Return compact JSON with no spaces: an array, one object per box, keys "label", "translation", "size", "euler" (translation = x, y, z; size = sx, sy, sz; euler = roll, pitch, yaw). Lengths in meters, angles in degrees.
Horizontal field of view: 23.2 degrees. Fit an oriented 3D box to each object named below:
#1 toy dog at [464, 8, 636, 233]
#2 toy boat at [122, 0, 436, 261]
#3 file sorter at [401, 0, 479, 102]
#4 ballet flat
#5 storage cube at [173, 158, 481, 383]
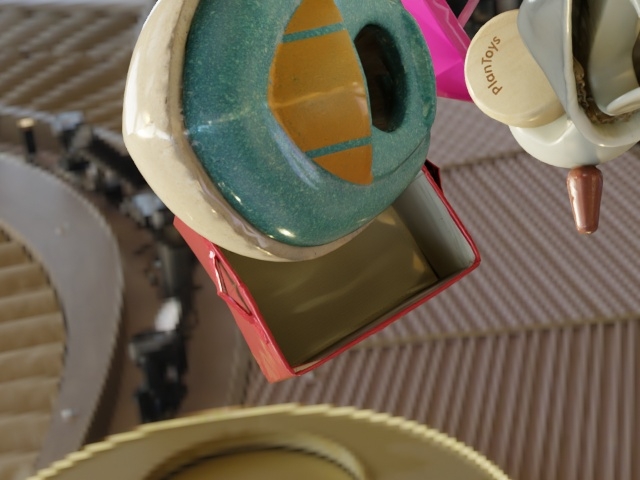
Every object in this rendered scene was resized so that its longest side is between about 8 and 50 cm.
[{"label":"toy dog","translation":[0.262,-0.116,1.105],"size":[0.220,0.161,0.333],"euler":[-7,166,-46]},{"label":"toy boat","translation":[-0.021,-0.148,0.910],"size":[0.148,0.318,0.267],"euler":[-9,-168,30]},{"label":"file sorter","translation":[0.046,-0.282,1.310],"size":[0.202,0.291,0.182],"euler":[15,-113,39]},{"label":"ballet flat","translation":[0.181,-0.161,0.836],"size":[0.139,0.139,0.400],"euler":[-5,161,1]},{"label":"storage cube","translation":[0.000,0.000,1.363],"size":[0.215,0.184,0.193],"euler":[-31,178,-11]}]
